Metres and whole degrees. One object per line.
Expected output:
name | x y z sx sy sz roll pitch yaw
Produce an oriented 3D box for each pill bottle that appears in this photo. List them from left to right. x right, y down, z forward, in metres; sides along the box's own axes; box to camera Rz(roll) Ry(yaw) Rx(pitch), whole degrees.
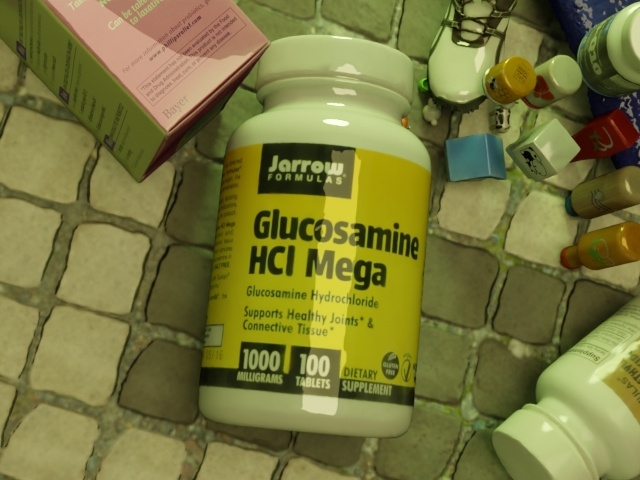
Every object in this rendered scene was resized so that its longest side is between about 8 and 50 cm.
pill bottle | 0.000 0.000 0.956 0.188 0.188 0.333 7 81 -14
pill bottle | 0.283 0.156 1.044 0.229 0.131 0.131 -35 93 -17
pill bottle | 0.297 -0.180 1.014 0.078 0.137 0.078 0 90 -4

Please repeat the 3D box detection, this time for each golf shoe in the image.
golf shoe | 0.150 -0.221 1.062 0.077 0.094 0.198 13 68 13

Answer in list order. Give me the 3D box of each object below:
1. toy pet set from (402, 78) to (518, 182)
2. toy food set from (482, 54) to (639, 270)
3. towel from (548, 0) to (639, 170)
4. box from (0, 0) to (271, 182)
toy pet set | 0.141 -0.114 1.074 0.122 0.065 0.114 -3 84 -15
toy food set | 0.236 -0.083 1.073 0.232 0.104 0.111 49 63 -9
towel | 0.353 -0.232 1.142 0.228 0.076 0.308 -23 92 -15
box | -0.184 -0.190 0.917 0.243 0.213 0.117 46 74 -5
